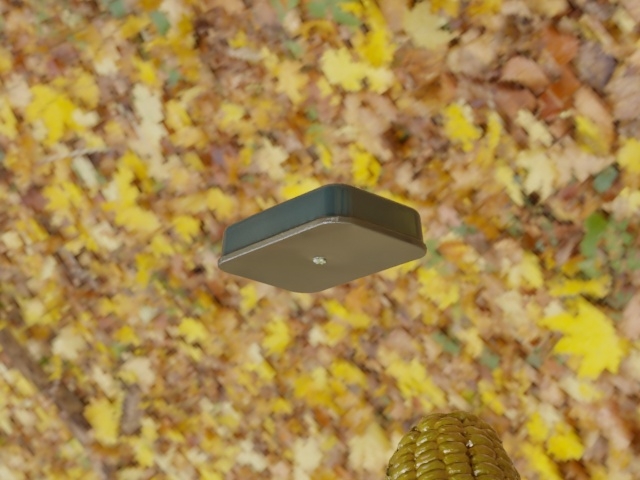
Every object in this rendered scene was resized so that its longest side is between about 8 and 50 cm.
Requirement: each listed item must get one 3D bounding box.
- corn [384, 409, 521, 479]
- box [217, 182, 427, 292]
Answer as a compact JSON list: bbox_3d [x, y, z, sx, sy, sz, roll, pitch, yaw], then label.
[{"bbox_3d":[0.076,0.206,0.707,0.102,0.313,0.102,-2,132,-2],"label":"corn"},{"bbox_3d":[0.000,0.000,0.898,0.126,0.091,0.031,-21,61,45],"label":"box"}]
